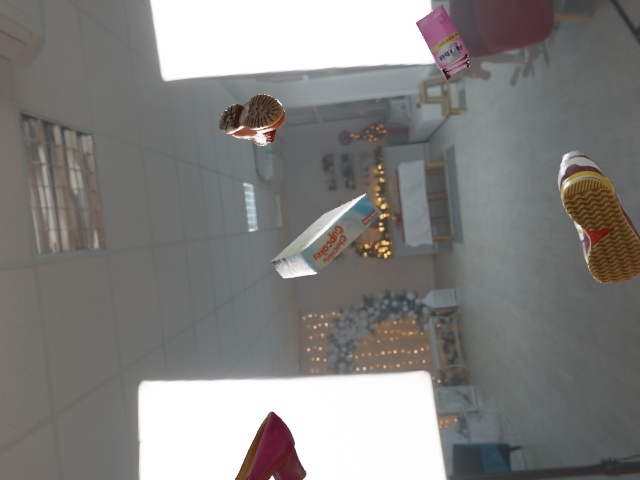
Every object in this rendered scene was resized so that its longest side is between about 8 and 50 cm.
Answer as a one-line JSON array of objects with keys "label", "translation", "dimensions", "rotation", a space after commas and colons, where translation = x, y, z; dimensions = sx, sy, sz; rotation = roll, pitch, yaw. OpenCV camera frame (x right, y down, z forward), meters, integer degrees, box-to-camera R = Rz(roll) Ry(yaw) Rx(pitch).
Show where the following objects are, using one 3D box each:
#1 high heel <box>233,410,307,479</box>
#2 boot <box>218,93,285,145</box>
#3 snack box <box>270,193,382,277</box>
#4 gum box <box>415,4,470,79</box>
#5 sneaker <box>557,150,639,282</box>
[{"label": "high heel", "translation": [-0.133, 0.361, 0.776], "dimensions": [0.082, 0.244, 0.117], "rotation": [-15, 102, 62]}, {"label": "boot", "translation": [-0.094, -0.195, 0.889], "dimensions": [0.085, 0.158, 0.059], "rotation": [25, -102, -37]}, {"label": "snack box", "translation": [0.000, 0.000, 1.201], "dimensions": [0.060, 0.187, 0.322], "rotation": [49, 165, -6]}, {"label": "gum box", "translation": [0.260, -0.408, 1.120], "dimensions": [0.107, 0.062, 0.188], "rotation": [61, -161, 0]}, {"label": "sneaker", "translation": [0.347, -0.028, 0.659], "dimensions": [0.185, 0.070, 0.084], "rotation": [54, -146, -31]}]
